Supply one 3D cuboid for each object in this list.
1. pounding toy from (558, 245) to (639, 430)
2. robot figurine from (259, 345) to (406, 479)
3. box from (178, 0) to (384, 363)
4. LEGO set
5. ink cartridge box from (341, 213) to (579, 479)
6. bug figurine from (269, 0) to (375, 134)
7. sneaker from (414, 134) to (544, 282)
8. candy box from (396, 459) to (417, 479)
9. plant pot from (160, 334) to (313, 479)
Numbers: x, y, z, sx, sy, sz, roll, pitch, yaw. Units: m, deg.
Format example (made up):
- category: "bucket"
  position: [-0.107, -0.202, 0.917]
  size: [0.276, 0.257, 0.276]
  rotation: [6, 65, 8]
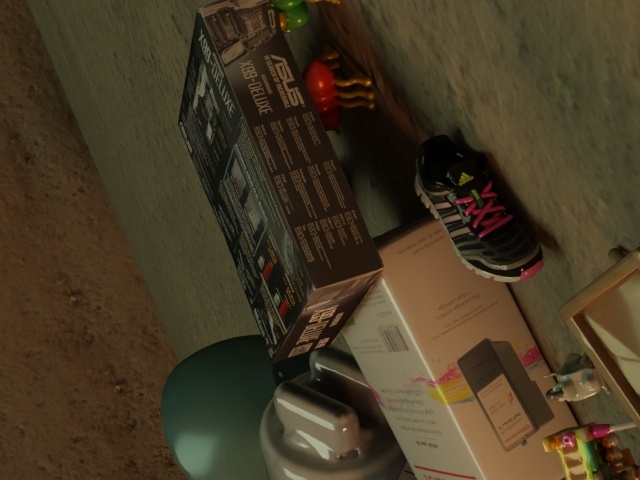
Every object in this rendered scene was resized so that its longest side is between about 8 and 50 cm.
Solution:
- category: "pounding toy"
  position: [0.243, 0.051, 0.796]
  size: [0.130, 0.100, 0.141]
  rotation: [57, 152, 12]
- category: "robot figurine"
  position: [0.035, 0.300, 1.450]
  size: [0.200, 0.300, 0.353]
  rotation: [24, 140, 35]
- category: "box"
  position: [-0.053, -0.056, 1.157]
  size: [0.242, 0.076, 0.307]
  rotation: [117, 133, -65]
- category: "LEGO set"
  position: [0.282, 0.223, 0.930]
  size: [0.107, 0.132, 0.287]
  rotation: [-21, 103, 35]
- category: "ink cartridge box"
  position: [0.144, 0.154, 1.173]
  size: [0.353, 0.119, 0.207]
  rotation: [63, 162, -2]
- category: "bug figurine"
  position: [-0.052, -0.236, 1.218]
  size: [0.279, 0.072, 0.216]
  rotation: [46, 157, 43]
- category: "sneaker"
  position: [0.133, -0.033, 1.004]
  size: [0.170, 0.063, 0.075]
  rotation: [54, 169, 40]
- category: "candy box"
  position: [0.127, 0.286, 1.331]
  size: [0.053, 0.187, 0.109]
  rotation: [16, 142, 22]
- category: "plant pot"
  position: [-0.083, 0.266, 1.841]
  size: [0.195, 0.290, 0.290]
  rotation: [-40, 76, 36]
